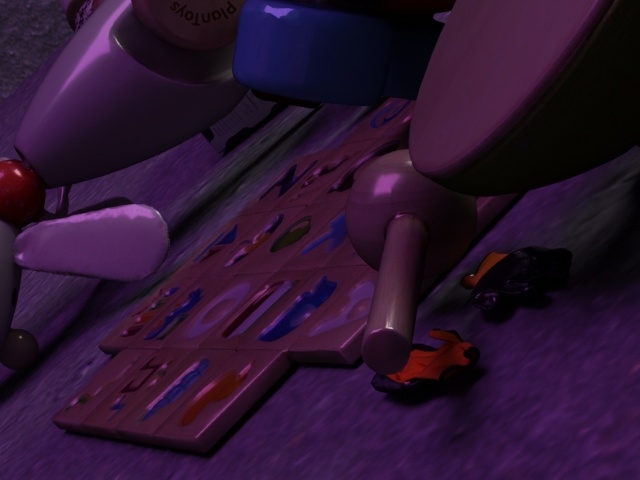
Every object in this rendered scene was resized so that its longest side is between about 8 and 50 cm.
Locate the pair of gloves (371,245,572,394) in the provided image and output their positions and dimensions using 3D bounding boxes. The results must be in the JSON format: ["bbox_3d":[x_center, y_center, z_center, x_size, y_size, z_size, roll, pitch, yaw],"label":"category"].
[{"bbox_3d":[0.056,0.030,0.705,0.083,0.010,0.074,-41,12,-17],"label":"pair of gloves"}]

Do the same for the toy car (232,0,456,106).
[{"bbox_3d":[0.106,-0.160,0.876,0.238,0.219,0.210,13,9,22],"label":"toy car"}]

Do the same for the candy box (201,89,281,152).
[{"bbox_3d":[-0.016,-0.168,1.390,0.196,0.070,0.165,-38,14,11],"label":"candy box"}]

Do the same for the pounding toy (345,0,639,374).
[{"bbox_3d":[0.111,-0.055,0.680,0.237,0.110,0.183,-58,12,14],"label":"pounding toy"}]

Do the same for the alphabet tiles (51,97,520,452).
[{"bbox_3d":[0.000,0.000,0.948,0.285,0.011,0.342,-44,14,-19],"label":"alphabet tiles"}]

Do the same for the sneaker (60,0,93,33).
[{"bbox_3d":[-0.088,-0.205,1.670,0.410,0.158,0.182,-23,53,46],"label":"sneaker"}]

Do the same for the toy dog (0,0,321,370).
[{"bbox_3d":[-0.122,-0.048,1.224,0.333,0.161,0.220,-52,14,13],"label":"toy dog"}]
